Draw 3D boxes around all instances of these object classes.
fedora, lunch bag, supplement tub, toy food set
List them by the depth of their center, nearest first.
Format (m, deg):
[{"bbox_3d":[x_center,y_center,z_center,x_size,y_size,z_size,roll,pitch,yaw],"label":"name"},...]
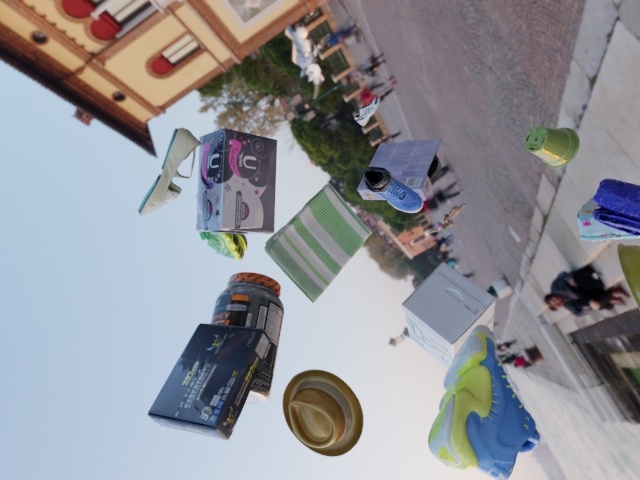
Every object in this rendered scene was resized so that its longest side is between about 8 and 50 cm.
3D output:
[{"bbox_3d":[-0.008,0.372,0.982,0.194,0.194,0.079,63,-161,12],"label":"fedora"},{"bbox_3d":[-0.203,0.257,1.239,0.193,0.193,0.316,48,-139,-46],"label":"supplement tub"},{"bbox_3d":[0.380,-0.060,1.382,0.078,0.122,0.019,-11,-124,-38],"label":"toy food set"},{"bbox_3d":[1.016,-0.080,1.579,0.279,0.224,0.108,-29,-70,-44],"label":"lunch bag"}]

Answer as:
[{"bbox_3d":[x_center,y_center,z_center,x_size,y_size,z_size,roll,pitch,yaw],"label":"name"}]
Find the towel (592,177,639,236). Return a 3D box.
[{"bbox_3d":[0.595,-0.005,0.725,0.308,0.076,0.227,27,-169,35],"label":"towel"}]

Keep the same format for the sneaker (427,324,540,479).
[{"bbox_3d":[0.235,0.225,0.645,0.126,0.091,0.240,28,-137,13],"label":"sneaker"}]

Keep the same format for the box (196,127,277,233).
[{"bbox_3d":[-0.215,-0.143,1.192,0.163,0.142,0.247,3,-93,-41],"label":"box"}]

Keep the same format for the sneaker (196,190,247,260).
[{"bbox_3d":[-0.308,-0.038,1.360,0.296,0.123,0.109,76,-159,-49],"label":"sneaker"}]

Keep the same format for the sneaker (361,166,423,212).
[{"bbox_3d":[0.156,-0.113,1.030,0.152,0.058,0.084,38,-170,14],"label":"sneaker"}]

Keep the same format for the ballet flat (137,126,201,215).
[{"bbox_3d":[-0.366,-0.154,1.141,0.086,0.248,0.086,29,-164,-9],"label":"ballet flat"}]

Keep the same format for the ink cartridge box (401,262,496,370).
[{"bbox_3d":[0.402,0.248,1.454,0.198,0.197,0.270,39,165,35],"label":"ink cartridge box"}]

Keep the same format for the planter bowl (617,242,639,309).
[{"bbox_3d":[0.712,0.090,0.960,0.217,0.090,0.217,24,-128,-35],"label":"planter bowl"}]

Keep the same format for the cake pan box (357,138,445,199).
[{"bbox_3d":[0.295,-0.254,1.666,0.070,0.266,0.246,52,-128,-42],"label":"cake pan box"}]

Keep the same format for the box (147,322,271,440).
[{"bbox_3d":[-0.232,0.291,0.995,0.059,0.183,0.233,65,-144,-38],"label":"box"}]

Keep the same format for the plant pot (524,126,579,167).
[{"bbox_3d":[0.455,-0.194,0.929,0.079,0.083,0.083,9,-137,-30],"label":"plant pot"}]

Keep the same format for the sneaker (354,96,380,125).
[{"bbox_3d":[0.114,-0.321,1.141,0.037,0.083,0.032,32,-144,-8],"label":"sneaker"}]

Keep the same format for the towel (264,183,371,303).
[{"bbox_3d":[0.000,0.000,1.508,0.248,0.325,0.038,48,155,-12],"label":"towel"}]
